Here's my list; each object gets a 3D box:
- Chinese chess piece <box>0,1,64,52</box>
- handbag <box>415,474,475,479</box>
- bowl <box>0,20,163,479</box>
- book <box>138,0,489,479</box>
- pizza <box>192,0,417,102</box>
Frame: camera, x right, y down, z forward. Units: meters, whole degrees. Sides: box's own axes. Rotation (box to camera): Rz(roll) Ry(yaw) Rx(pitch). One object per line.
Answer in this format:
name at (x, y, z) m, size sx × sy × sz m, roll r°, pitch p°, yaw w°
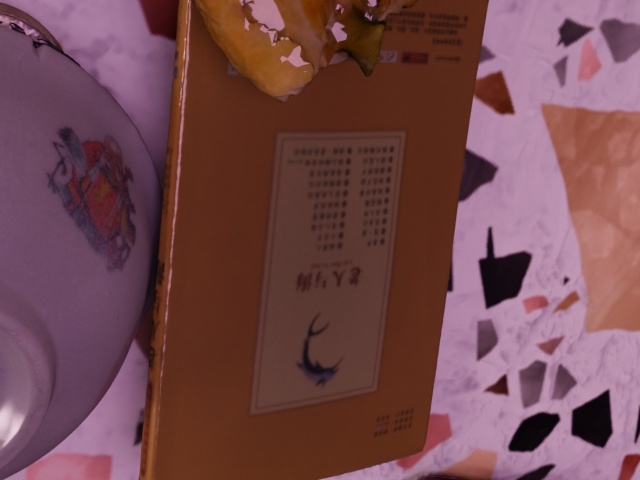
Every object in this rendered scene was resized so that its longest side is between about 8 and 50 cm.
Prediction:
Chinese chess piece at (-0.223, -0.096, 0.720) m, size 0.122 × 0.051 × 0.122 m, roll -6°, pitch 106°, yaw -21°
handbag at (0.141, 0.319, 0.971) m, size 0.203 × 0.074 × 0.216 m, roll 12°, pitch 103°, yaw -23°
bowl at (-0.243, 0.049, 0.656) m, size 0.345 × 0.157 × 0.346 m, roll -10°, pitch 122°, yaw -16°
book at (0.000, 0.000, 0.806) m, size 0.269 × 0.032 × 0.389 m, roll -3°, pitch 107°, yaw -37°
pizza at (0.003, -0.282, 0.681) m, size 0.435 × 0.080 × 0.392 m, roll 26°, pitch 77°, yaw -24°
